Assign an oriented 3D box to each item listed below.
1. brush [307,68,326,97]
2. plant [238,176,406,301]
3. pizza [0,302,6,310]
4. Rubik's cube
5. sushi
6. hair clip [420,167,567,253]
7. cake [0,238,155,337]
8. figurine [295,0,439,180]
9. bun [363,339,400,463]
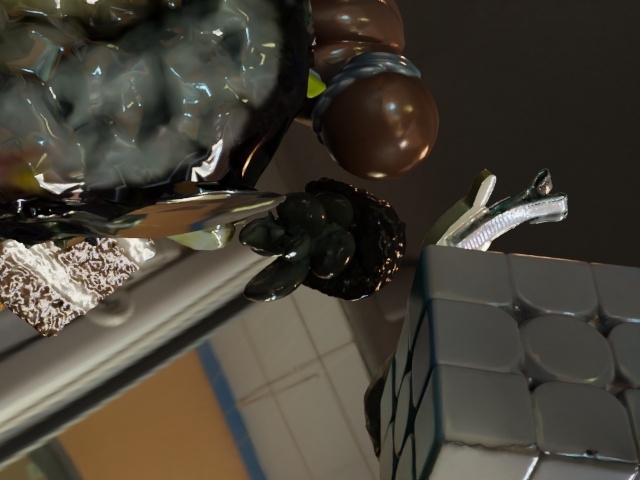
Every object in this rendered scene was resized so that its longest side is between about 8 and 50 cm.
[{"bbox_3d":[-0.022,-0.133,0.774,0.083,0.019,0.021,8,58,-65],"label":"brush"},{"bbox_3d":[0.001,-0.002,1.175,0.149,0.275,0.146,11,-84,26],"label":"plant"},{"bbox_3d":[-0.450,0.057,1.234,0.182,0.063,0.161,33,65,-66],"label":"pizza"},{"bbox_3d":[0.231,0.212,1.080,0.290,0.291,0.291,-85,-176,-49],"label":"Rubik's cube"},{"bbox_3d":[-0.174,-0.144,0.497,0.285,0.329,0.327,146,-67,-75],"label":"sushi"},{"bbox_3d":[0.239,-0.032,1.390,0.071,0.219,0.159,62,2,40],"label":"hair clip"},{"bbox_3d":[-0.262,-0.008,0.947,0.134,0.147,0.135,49,-4,-41],"label":"cake"},{"bbox_3d":[-0.066,-0.199,1.100,0.276,0.388,0.248,-99,-168,-80],"label":"figurine"},{"bbox_3d":[0.180,0.264,1.498,0.273,0.168,0.272,-5,-98,40],"label":"bun"}]
